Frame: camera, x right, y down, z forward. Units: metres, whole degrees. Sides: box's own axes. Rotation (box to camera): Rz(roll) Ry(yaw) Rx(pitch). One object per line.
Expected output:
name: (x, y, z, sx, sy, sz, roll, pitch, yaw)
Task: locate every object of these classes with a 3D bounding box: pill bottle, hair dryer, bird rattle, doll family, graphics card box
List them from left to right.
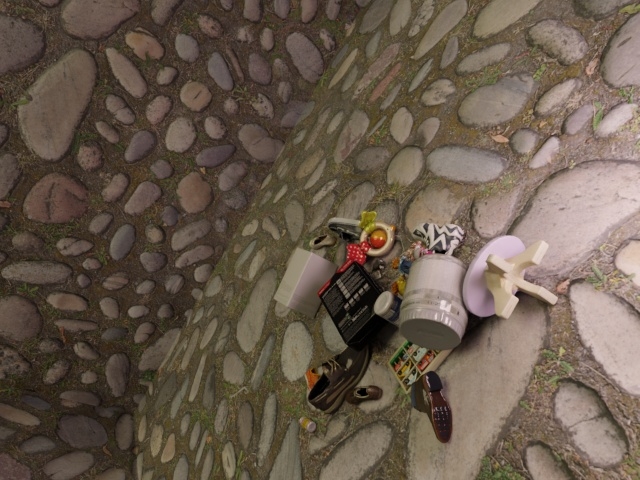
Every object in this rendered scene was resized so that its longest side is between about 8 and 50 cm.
pill bottle: (-0.057, 0.785, 2.014, 0.083, 0.043, 0.043, 2, 68, 58)
graphics card box: (0.141, 0.251, 1.930, 0.233, 0.094, 0.371, -47, 30, 7)
hair dryer: (0.165, 0.214, 2.080, 0.293, 0.080, 0.224, -39, 30, 38)
bird rattle: (0.230, -0.005, 2.123, 0.206, 0.143, 0.254, 10, 71, 35)
pill bottle: (0.287, 0.262, 1.708, 0.094, 0.169, 0.094, -50, 19, 24)
doll family: (0.331, 0.132, 1.796, 0.163, 0.118, 0.263, -161, 74, -68)

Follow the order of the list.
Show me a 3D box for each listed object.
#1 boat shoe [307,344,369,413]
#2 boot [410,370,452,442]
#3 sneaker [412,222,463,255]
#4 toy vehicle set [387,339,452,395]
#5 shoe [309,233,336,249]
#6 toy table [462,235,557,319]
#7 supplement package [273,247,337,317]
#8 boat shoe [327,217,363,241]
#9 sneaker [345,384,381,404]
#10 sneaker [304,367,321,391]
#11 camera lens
boat shoe: (0.071, 0.546, 1.920, 0.355, 0.130, 0.132, -60, 30, 3)
boot: (0.360, 0.548, 1.535, 0.106, 0.082, 0.219, 132, 139, -51)
sneaker: (0.430, 0.019, 1.824, 0.235, 0.094, 0.153, 5, 62, 48)
toy vehicle set: (0.362, 0.399, 1.682, 0.267, 0.035, 0.166, -55, 30, 13)
shoe: (0.000, 0.000, 2.548, 0.219, 0.058, 0.077, -13, 56, 53)
toy table: (0.567, 0.115, 1.421, 0.161, 0.252, 0.274, -169, 99, -77)
supplement package: (-0.075, 0.211, 2.376, 0.177, 0.175, 0.293, 17, 81, 61)
boat shoe: (0.127, -0.045, 2.351, 0.301, 0.108, 0.102, 9, 72, 52)
sneaker: (0.149, 0.589, 1.824, 0.188, 0.071, 0.066, -31, 42, 42)
sneaker: (-0.022, 0.627, 2.073, 0.067, 0.064, 0.175, -45, 35, 9)
camera lens: (0.389, 0.199, 1.579, 0.219, 0.219, 0.274, -26, 33, 46)
